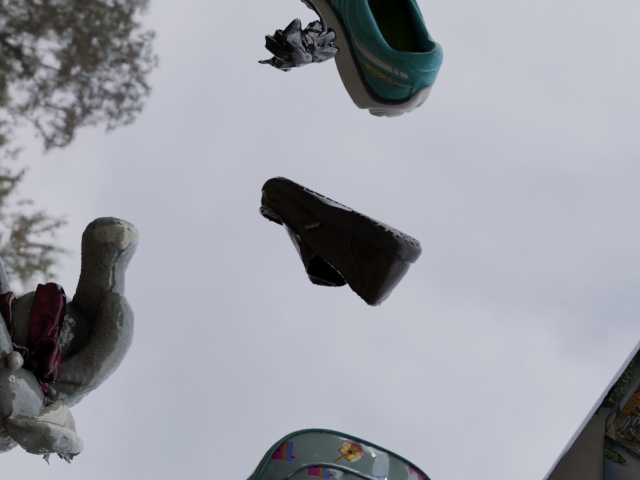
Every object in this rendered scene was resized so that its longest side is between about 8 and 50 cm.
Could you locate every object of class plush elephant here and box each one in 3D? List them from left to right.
[{"bbox_3d":[-0.375,0.146,1.222,0.271,0.255,0.330,-1,-84,9],"label":"plush elephant"}]

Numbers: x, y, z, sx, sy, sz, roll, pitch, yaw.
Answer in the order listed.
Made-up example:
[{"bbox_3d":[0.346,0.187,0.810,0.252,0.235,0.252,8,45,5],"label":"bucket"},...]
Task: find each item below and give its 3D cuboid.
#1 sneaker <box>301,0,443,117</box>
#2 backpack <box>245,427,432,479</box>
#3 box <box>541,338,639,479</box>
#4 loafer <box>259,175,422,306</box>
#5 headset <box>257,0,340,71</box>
[{"bbox_3d":[0.046,-0.258,0.989,0.275,0.107,0.110,63,-26,12],"label":"sneaker"},{"bbox_3d":[0.004,0.232,0.731,0.144,0.165,0.188,110,0,-50],"label":"backpack"},{"bbox_3d":[0.254,0.154,0.552,0.233,0.044,0.159,36,-94,15],"label":"box"},{"bbox_3d":[0.000,0.000,0.926,0.220,0.080,0.078,28,-86,56],"label":"loafer"},{"bbox_3d":[-0.069,-0.325,0.774,0.243,0.185,0.394,-13,-82,21],"label":"headset"}]
